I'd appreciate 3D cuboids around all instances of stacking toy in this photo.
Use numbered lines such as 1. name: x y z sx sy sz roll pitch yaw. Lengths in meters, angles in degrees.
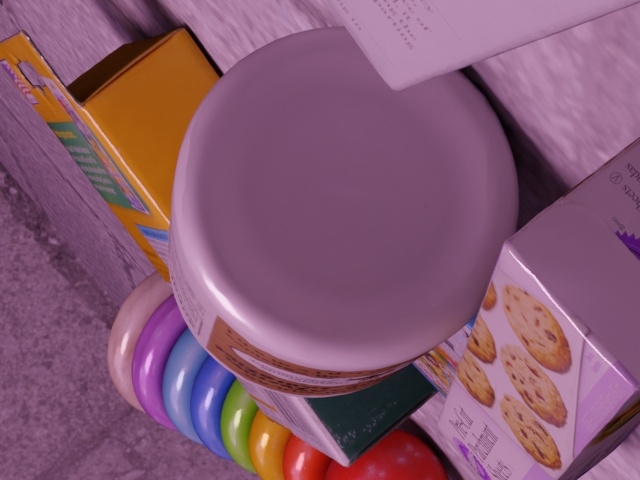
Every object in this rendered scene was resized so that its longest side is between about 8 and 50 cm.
1. stacking toy: -0.026 0.137 1.397 0.330 0.141 0.141 35 160 47

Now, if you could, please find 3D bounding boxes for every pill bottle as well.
1. pill bottle: 0.000 0.000 0.792 0.131 0.131 0.229 51 170 4

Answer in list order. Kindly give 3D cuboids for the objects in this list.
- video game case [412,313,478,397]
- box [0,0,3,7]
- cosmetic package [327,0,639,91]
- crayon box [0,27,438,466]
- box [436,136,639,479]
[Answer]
1. video game case: 0.063 0.048 1.008 0.119 0.015 0.166 45 167 31
2. box: -0.260 -0.220 1.115 0.145 0.038 0.186 35 -154 -34
3. cosmetic package: 0.041 -0.108 0.384 0.117 0.085 0.231 53 168 -8
4. crayon box: -0.072 -0.019 1.177 0.323 0.083 0.203 53 170 -12
5. box: 0.098 0.048 0.721 0.067 0.063 0.324 51 170 11
